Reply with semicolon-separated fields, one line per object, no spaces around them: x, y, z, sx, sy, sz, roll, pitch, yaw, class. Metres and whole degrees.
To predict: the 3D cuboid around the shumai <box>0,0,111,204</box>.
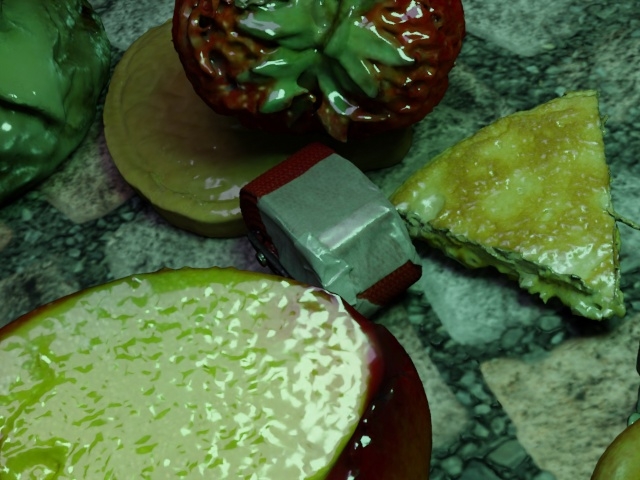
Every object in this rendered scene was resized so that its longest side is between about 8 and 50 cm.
-0.460;-0.236;1.606;0.395;0.348;0.395;-10;51;13;shumai

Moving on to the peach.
-0.108;0.212;1.117;0.406;0.310;0.335;-18;50;-11;peach

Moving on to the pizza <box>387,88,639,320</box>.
0.211;-0.009;1.401;0.280;0.075;0.288;-24;48;-2;pizza

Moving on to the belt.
0.000;0.000;1.405;0.124;0.128;0.201;-33;51;-15;belt

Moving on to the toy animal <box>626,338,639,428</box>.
0.376;0.133;1.185;0.236;0.138;0.108;0;76;9;toy animal

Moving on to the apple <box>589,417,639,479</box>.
0.326;0.227;0.994;0.309;0.250;0.277;17;81;29;apple

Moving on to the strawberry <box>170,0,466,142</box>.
0.003;-0.252;1.491;0.312;0.267;0.351;0;24;13;strawberry

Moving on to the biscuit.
-0.075;-0.170;1.632;0.365;0.062;0.385;-23;46;-7;biscuit
